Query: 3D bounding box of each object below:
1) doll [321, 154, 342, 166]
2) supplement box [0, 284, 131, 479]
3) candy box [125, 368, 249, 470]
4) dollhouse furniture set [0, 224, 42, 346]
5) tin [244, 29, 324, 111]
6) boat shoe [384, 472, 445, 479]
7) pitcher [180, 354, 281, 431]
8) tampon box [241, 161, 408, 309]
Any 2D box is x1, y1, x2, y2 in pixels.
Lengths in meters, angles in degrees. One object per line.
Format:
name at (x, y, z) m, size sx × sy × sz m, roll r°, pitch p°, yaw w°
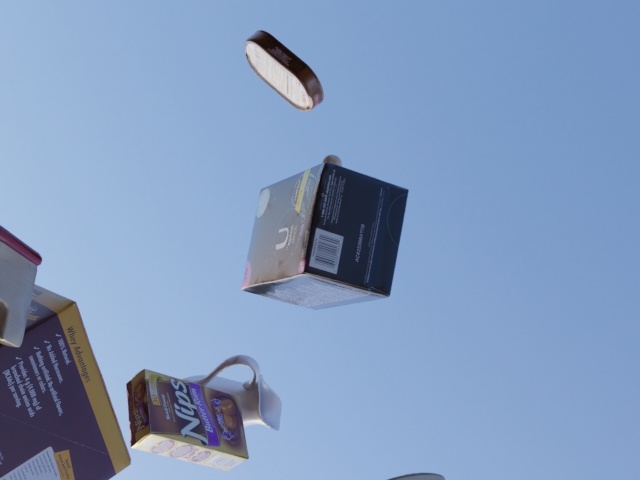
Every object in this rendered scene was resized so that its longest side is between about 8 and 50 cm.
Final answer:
doll at (-0.009, -0.067, 1.687) m, size 0.129 × 0.046 × 0.189 m, roll 175°, pitch -65°, yaw -74°
supplement box at (-0.314, 0.168, 0.881) m, size 0.129 × 0.194 × 0.191 m, roll 15°, pitch -54°, yaw 44°
candy box at (-0.196, 0.269, 1.393) m, size 0.053 × 0.186 × 0.109 m, roll -39°, pitch -134°, yaw 29°
dollhouse furniture set at (-0.409, -0.033, 0.678) m, size 0.374 × 0.201 × 0.152 m, roll 2°, pitch -111°, yaw 17°
tin at (-0.071, -0.315, 1.758) m, size 0.189 × 0.040 × 0.106 m, roll 42°, pitch -19°, yaw 19°
boat shoe at (0.075, 0.449, 1.451) m, size 0.123 × 0.342 × 0.123 m, roll -39°, pitch -117°, yaw 42°
pitcher at (-0.191, 0.282, 1.688) m, size 0.207 × 0.125 × 0.178 m, roll -9°, pitch -57°, yaw 11°
tampon box at (0.000, 0.000, 0.994) m, size 0.161 × 0.101 × 0.121 m, roll -17°, pitch -121°, yaw 61°
